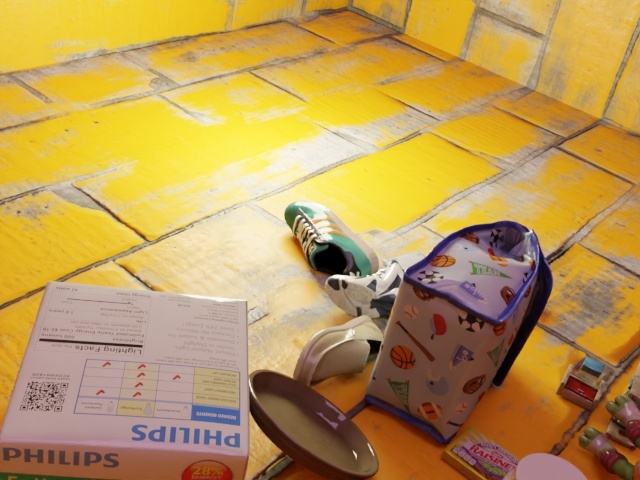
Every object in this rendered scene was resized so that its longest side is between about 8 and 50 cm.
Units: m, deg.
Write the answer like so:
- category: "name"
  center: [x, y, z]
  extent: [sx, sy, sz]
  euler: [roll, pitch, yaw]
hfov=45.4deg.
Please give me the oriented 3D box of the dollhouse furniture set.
- category: "dollhouse furniture set"
  center: [0.598, 0.312, 1.583]
  extent: [0.184, 0.129, 0.129]
  euler: [26, 36, 19]

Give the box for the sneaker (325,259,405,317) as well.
- category: "sneaker"
  center: [0.127, 0.103, 1.778]
  extent: [0.235, 0.094, 0.153]
  euler: [10, 32, -3]

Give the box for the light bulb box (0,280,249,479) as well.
- category: "light bulb box"
  center: [-0.306, 0.274, 1.262]
  extent: [0.358, 0.225, 0.361]
  euler: [6, 34, -10]

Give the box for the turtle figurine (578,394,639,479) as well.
- category: "turtle figurine"
  center: [0.548, 0.400, 1.368]
  extent: [0.275, 0.197, 0.266]
  euler: [-4, 25, -7]

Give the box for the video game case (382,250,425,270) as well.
- category: "video game case"
  center: [0.250, 0.087, 1.913]
  extent: [0.119, 0.015, 0.166]
  euler: [-13, 40, -34]

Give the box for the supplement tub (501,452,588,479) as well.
- category: "supplement tub"
  center: [0.341, 0.453, 1.224]
  extent: [0.145, 0.199, 0.144]
  euler: [8, 34, -6]

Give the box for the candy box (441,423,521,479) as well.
- category: "candy box"
  center: [0.336, 0.431, 1.415]
  extent: [0.206, 0.027, 0.105]
  euler: [33, 35, 28]

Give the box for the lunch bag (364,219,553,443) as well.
- category: "lunch bag"
  center: [0.296, 0.159, 1.535]
  extent: [0.239, 0.327, 0.385]
  euler: [29, 33, 19]

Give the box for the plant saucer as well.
- category: "plant saucer"
  center: [-0.020, 0.326, 1.337]
  extent: [0.278, 0.041, 0.278]
  euler: [34, 8, -5]

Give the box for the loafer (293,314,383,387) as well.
- category: "loafer"
  center: [0.049, 0.228, 1.551]
  extent: [0.092, 0.101, 0.269]
  euler: [30, 33, 28]

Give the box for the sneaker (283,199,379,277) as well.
- category: "sneaker"
  center: [0.000, 0.000, 1.877]
  extent: [0.302, 0.108, 0.121]
  euler: [37, 36, 30]
